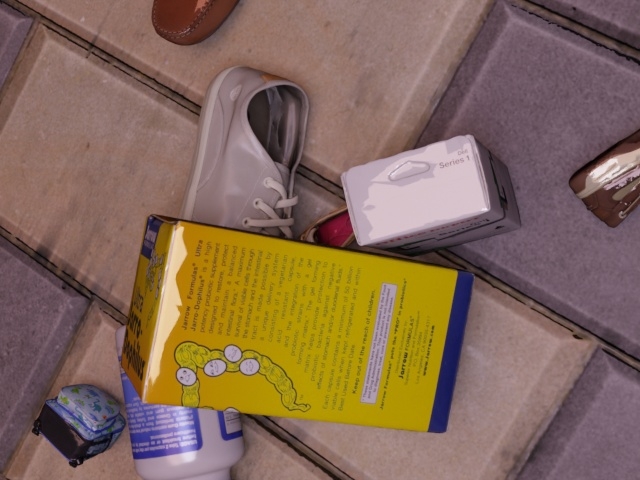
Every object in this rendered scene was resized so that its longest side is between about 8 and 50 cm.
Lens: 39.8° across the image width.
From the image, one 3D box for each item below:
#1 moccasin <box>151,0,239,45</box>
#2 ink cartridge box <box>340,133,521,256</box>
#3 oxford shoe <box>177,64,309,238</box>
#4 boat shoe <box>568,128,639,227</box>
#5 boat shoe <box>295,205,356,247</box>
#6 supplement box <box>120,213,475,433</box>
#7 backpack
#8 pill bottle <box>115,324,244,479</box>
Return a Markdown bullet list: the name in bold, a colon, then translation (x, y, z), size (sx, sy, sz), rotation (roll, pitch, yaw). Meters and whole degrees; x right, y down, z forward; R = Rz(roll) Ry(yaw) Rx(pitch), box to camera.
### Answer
- **moccasin**: translation (-0.145, -0.460, 1.243), size (0.139, 0.147, 0.380), rotation (31, 98, 21)
- **ink cartridge box**: translation (0.139, -0.046, 1.064), size (0.160, 0.219, 0.092), rotation (-16, 81, 20)
- **oxford shoe**: translation (-0.097, -0.025, 1.170), size (0.130, 0.169, 0.449), rotation (-2, 76, 34)
- **boat shoe**: translation (0.424, -0.108, 1.034), size (0.257, 0.095, 0.095), rotation (-37, 88, 22)
- **boat shoe**: translation (0.000, 0.000, 1.202), size (0.170, 0.059, 0.063), rotation (-38, 75, 17)
- **supplement box**: translation (-0.033, 0.096, 1.040), size (0.357, 0.194, 0.195), rotation (10, 90, -20)
- **backpack**: translation (-0.342, 0.263, 1.291), size (0.105, 0.114, 0.084), rotation (35, 99, 17)
- **pill bottle**: translation (-0.188, 0.241, 1.211), size (0.152, 0.152, 0.272), rotation (-13, 82, 20)
